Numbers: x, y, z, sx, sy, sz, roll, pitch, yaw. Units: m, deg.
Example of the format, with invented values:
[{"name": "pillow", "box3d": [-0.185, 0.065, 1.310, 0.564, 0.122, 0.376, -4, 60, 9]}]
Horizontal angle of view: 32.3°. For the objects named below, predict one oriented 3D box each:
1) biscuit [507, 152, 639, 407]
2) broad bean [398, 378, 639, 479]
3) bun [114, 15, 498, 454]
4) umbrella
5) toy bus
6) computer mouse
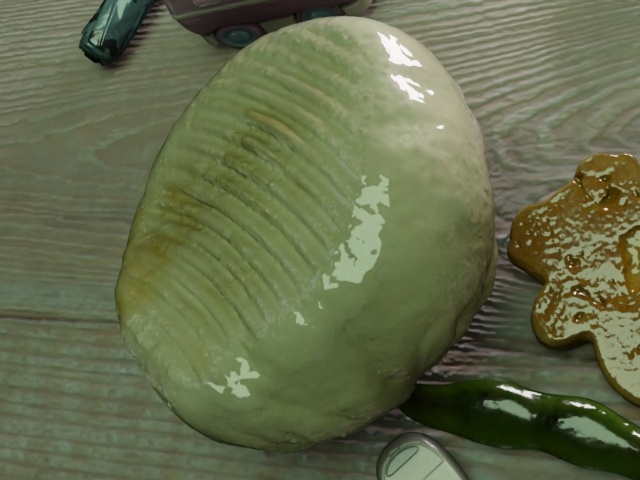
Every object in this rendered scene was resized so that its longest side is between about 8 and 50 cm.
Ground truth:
[{"name": "biscuit", "box3d": [0.266, 0.042, 0.903, 0.184, 0.035, 0.249, -41, 60, 4]}, {"name": "broad bean", "box3d": [0.194, 0.152, 0.885, 0.298, 0.043, 0.060, 14, 85, 26]}, {"name": "bun", "box3d": [0.000, 0.000, 0.931, 0.365, 0.219, 0.365, -23, 53, 34]}, {"name": "umbrella", "box3d": [-0.184, -0.302, 1.232, 0.052, 0.053, 0.250, 29, 81, 22]}, {"name": "toy bus", "box3d": [-0.054, -0.290, 1.116, 0.203, 0.142, 0.142, -8, 66, 21]}, {"name": "computer mouse", "box3d": [0.088, 0.203, 0.912, 0.066, 0.039, 0.096, -43, 67, 3]}]
